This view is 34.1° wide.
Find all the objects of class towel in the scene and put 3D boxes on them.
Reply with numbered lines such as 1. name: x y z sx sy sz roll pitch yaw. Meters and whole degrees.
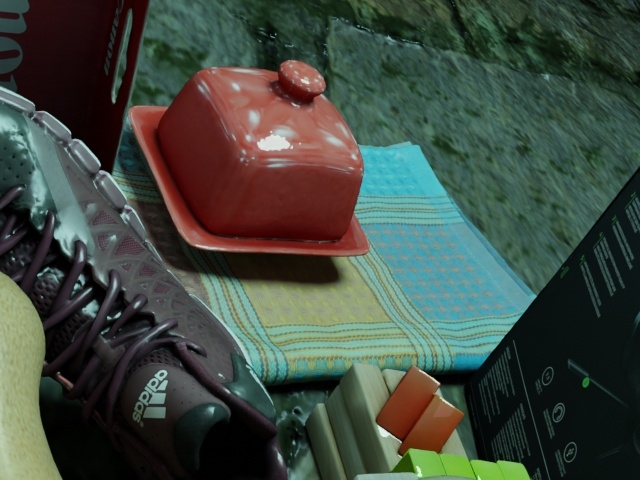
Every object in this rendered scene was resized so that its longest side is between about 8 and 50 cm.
1. towel: 0.000 0.000 0.814 0.370 0.040 0.271 2 41 -38

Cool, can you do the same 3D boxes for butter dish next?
1. butter dish: -0.034 -0.075 0.746 0.160 0.118 0.160 4 42 -35

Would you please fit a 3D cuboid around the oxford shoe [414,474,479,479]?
1. oxford shoe: 0.123 0.219 0.457 0.397 0.140 0.146 52 7 -27

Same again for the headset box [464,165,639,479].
1. headset box: 0.230 0.101 0.637 0.131 0.283 0.246 20 33 -18

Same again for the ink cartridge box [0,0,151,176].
1. ink cartridge box: -0.192 -0.173 0.617 0.130 0.309 0.272 1 41 -25

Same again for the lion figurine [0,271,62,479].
1. lion figurine: -0.119 0.115 0.361 0.142 0.240 0.392 -7 48 -45

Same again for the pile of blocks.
1. pile of blocks: 0.059 0.185 0.537 0.149 0.112 0.362 27 32 -7

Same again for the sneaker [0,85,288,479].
1. sneaker: -0.104 0.033 0.490 0.281 0.106 0.162 44 -5 -30
